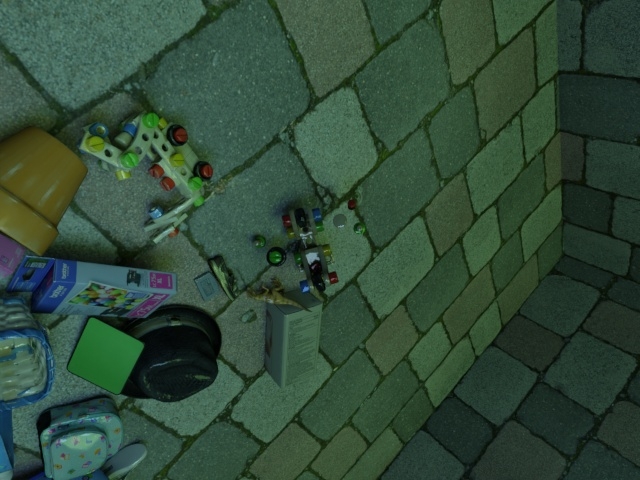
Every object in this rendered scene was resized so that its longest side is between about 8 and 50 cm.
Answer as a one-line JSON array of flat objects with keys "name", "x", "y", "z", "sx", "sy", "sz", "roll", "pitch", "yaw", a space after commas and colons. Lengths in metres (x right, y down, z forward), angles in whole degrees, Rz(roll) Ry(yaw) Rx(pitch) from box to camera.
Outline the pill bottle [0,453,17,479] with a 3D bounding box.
[{"name": "pill bottle", "x": -0.799, "y": 0.582, "z": 1.024, "sx": 0.086, "sy": 0.086, "sz": 0.152, "roll": 34, "pitch": 88, "yaw": -44}]

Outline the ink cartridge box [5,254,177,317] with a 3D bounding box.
[{"name": "ink cartridge box", "x": -0.512, "y": 0.115, "z": 0.975, "sx": 0.310, "sy": 0.065, "sz": 0.185, "roll": 15, "pitch": 143, "yaw": -41}]

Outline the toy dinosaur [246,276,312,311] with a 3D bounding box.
[{"name": "toy dinosaur", "x": -0.130, "y": 0.181, "z": 1.352, "sx": 0.211, "sy": 0.112, "sz": 0.064, "roll": 13, "pitch": 128, "yaw": -7}]

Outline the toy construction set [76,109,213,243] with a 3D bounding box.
[{"name": "toy construction set", "x": -0.370, "y": -0.147, "z": 0.966, "sx": 0.215, "sy": 0.151, "sz": 0.328, "roll": -59, "pitch": 148, "yaw": -34}]

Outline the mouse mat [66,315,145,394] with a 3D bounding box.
[{"name": "mouse mat", "x": -0.532, "y": 0.288, "z": 1.063, "sx": 0.152, "sy": 0.007, "sz": 0.190, "roll": 30, "pitch": 108, "yaw": -7}]

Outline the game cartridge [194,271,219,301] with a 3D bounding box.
[{"name": "game cartridge", "x": -0.325, "y": 0.131, "z": 1.238, "sx": 0.055, "sy": 0.017, "sz": 0.083, "roll": -29, "pitch": 127, "yaw": -21}]

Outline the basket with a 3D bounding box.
[{"name": "basket", "x": -0.634, "y": 0.265, "z": 0.835, "sx": 0.200, "sy": 0.289, "sz": 0.255, "roll": -3, "pitch": 133, "yaw": -30}]

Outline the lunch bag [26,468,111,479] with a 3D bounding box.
[{"name": "lunch bag", "x": -0.655, "y": 0.674, "z": 1.030, "sx": 0.138, "sy": 0.220, "sz": 0.293, "roll": -63, "pitch": 157, "yaw": 4}]

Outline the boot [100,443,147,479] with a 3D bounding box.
[{"name": "boot", "x": -0.592, "y": 0.680, "z": 1.267, "sx": 0.189, "sy": 0.069, "sz": 0.086, "roll": -27, "pitch": 134, "yaw": -17}]

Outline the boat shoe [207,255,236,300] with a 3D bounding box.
[{"name": "boat shoe", "x": -0.273, "y": 0.111, "z": 1.243, "sx": 0.049, "sy": 0.056, "sz": 0.152, "roll": -32, "pitch": 129, "yaw": -17}]

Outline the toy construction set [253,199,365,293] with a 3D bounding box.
[{"name": "toy construction set", "x": 0.000, "y": 0.000, "z": 1.333, "sx": 0.308, "sy": 0.257, "sz": 0.237, "roll": -40, "pitch": 178, "yaw": 4}]

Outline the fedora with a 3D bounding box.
[{"name": "fedora", "x": -0.404, "y": 0.344, "z": 1.185, "sx": 0.333, "sy": 0.152, "sz": 0.335, "roll": -18, "pitch": 122, "yaw": -32}]

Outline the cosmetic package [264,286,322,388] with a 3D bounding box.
[{"name": "cosmetic package", "x": -0.095, "y": 0.325, "z": 1.449, "sx": 0.153, "sy": 0.129, "sz": 0.297, "roll": -11, "pitch": 118, "yaw": -34}]

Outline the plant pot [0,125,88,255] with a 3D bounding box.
[{"name": "plant pot", "x": -0.560, "y": -0.106, "z": 0.813, "sx": 0.188, "sy": 0.205, "sz": 0.205, "roll": -58, "pitch": 136, "yaw": -21}]

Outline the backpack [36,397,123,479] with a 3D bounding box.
[{"name": "backpack", "x": -0.608, "y": 0.506, "z": 1.106, "sx": 0.188, "sy": 0.144, "sz": 0.166, "roll": -10, "pitch": 112, "yaw": -40}]

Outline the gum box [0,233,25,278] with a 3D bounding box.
[{"name": "gum box", "x": -0.676, "y": 0.041, "z": 0.809, "sx": 0.188, "sy": 0.062, "sz": 0.107, "roll": -23, "pitch": 134, "yaw": 18}]
